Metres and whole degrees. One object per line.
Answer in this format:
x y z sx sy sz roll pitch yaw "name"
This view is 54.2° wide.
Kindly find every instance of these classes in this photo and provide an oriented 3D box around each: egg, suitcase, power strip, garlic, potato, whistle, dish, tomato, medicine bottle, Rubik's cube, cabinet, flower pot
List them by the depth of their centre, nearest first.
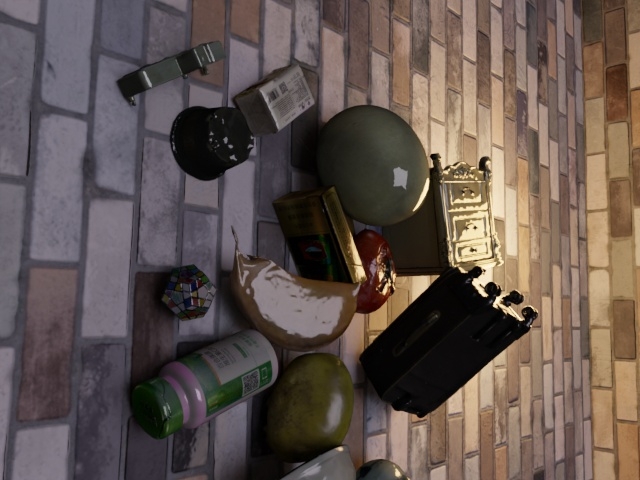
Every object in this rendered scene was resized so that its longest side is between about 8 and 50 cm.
-0.263 -0.332 1.203 0.216 0.145 0.061 -40 114 -40 "power strip"
-0.219 0.275 1.208 0.274 0.134 0.133 -21 102 -46 "medicine bottle"
-0.255 0.101 1.212 0.111 0.093 0.111 4 85 -46 "Rubik's cube"
-0.033 0.544 1.276 0.303 0.303 0.120 -7 53 -47 "dish"
-0.211 -0.207 1.277 0.158 0.107 0.157 7 80 -45 "flower pot"
-0.087 0.117 1.345 0.339 0.151 0.196 25 94 -22 "garlic"
-0.022 0.367 1.375 0.148 0.197 0.228 68 18 -62 "potato"
0.122 -0.180 1.488 0.258 0.258 0.352 44 16 -35 "egg"
0.174 0.625 1.586 0.290 0.164 0.163 -2 88 -48 "whistle"
0.137 0.085 1.591 0.228 0.101 0.227 -14 106 -59 "tomato"
0.315 0.258 1.614 0.283 0.194 0.434 28 110 -43 "suitcase"
0.337 -0.070 1.765 0.290 0.228 0.317 -5 90 -46 "cabinet"

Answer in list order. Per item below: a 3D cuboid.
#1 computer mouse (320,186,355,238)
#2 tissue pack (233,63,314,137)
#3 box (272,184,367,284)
0.042 -0.041 1.561 0.102 0.045 0.198 -11 88 -54 "computer mouse"
-0.103 -0.314 1.406 0.148 0.099 0.106 -45 121 -39 "tissue pack"
0.000 0.000 1.447 0.071 0.159 0.240 -36 111 -45 "box"
